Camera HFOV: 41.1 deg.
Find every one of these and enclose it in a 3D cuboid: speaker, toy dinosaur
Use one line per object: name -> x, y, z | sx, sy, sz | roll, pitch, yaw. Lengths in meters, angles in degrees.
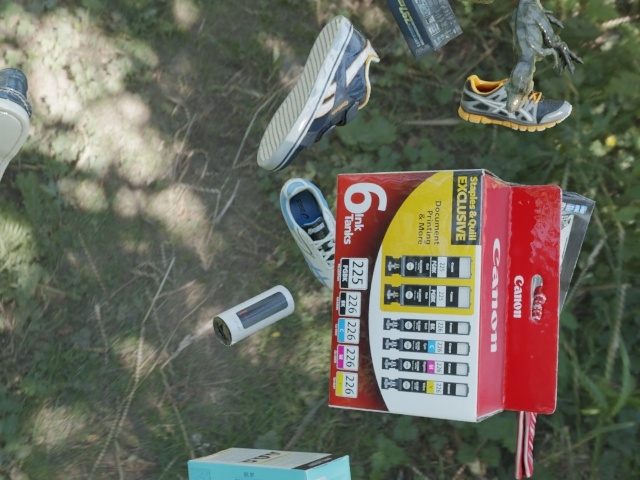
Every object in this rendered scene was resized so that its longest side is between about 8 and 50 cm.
speaker -> -0.112, 0.125, 1.428 | 0.136, 0.055, 0.055 | -24, 84, -35
toy dinosaur -> 0.287, -0.284, 1.135 | 0.118, 0.064, 0.268 | 21, 62, -39

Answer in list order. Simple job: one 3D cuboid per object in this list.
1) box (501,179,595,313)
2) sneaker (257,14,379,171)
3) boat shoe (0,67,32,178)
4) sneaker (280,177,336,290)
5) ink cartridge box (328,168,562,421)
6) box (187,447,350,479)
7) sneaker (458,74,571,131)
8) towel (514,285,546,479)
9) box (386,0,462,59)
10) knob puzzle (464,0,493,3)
box -> 0.353, 0.008, 1.656 | 0.308, 0.076, 0.242 | 8, 105, -21
sneaker -> 0.008, -0.250, 1.584 | 0.127, 0.126, 0.321 | 33, 82, -28
boat shoe -> -0.429, -0.118, 1.047 | 0.095, 0.254, 0.079 | 21, 49, -29
sneaker -> 0.000, 0.000, 1.496 | 0.085, 0.086, 0.237 | -30, 100, 3
ink cartridge box -> 0.162, 0.068, 1.108 | 0.130, 0.272, 0.309 | 9, 82, -62
box -> -0.080, 0.356, 1.283 | 0.101, 0.244, 0.060 | -2, 86, -51
sneaker -> 0.367, -0.264, 1.624 | 0.215, 0.083, 0.084 | 8, 36, 20
towel -> 0.350, 0.227, 1.403 | 0.031, 0.198, 0.275 | 5, 35, 17
box -> 0.227, -0.516, 1.902 | 0.183, 0.059, 0.232 | 62, 31, -11
knob puzzle -> 0.181, -0.398, 1.179 | 0.213, 0.213, 0.030 | 26, 72, -13
